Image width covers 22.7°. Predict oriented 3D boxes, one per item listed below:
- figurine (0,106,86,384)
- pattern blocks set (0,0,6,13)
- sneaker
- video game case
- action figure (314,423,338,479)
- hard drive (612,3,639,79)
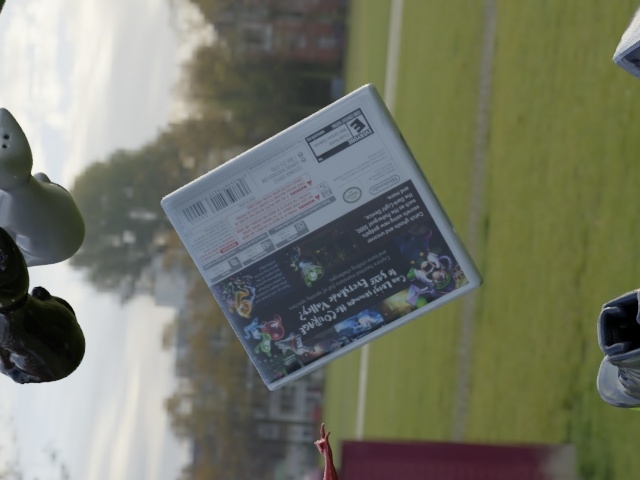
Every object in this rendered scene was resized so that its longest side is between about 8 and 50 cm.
[{"bbox_3d":[-0.292,0.003,1.546,0.209,0.092,0.215,80,-174,-63],"label":"figurine"},{"bbox_3d":[-0.174,-0.176,0.885,0.325,0.026,0.285,157,134,-74],"label":"pattern blocks set"},{"bbox_3d":[0.341,0.102,1.677,0.300,0.121,0.111,113,159,-63],"label":"sneaker"},{"bbox_3d":[0.000,0.000,1.210,0.173,0.190,0.022,60,-164,-6],"label":"video game case"},{"bbox_3d":[0.002,0.297,1.669,0.280,0.091,0.139,-145,41,-67],"label":"action figure"},{"bbox_3d":[0.359,-0.181,1.326,0.254,0.172,0.054,-49,-7,-43],"label":"hard drive"}]
